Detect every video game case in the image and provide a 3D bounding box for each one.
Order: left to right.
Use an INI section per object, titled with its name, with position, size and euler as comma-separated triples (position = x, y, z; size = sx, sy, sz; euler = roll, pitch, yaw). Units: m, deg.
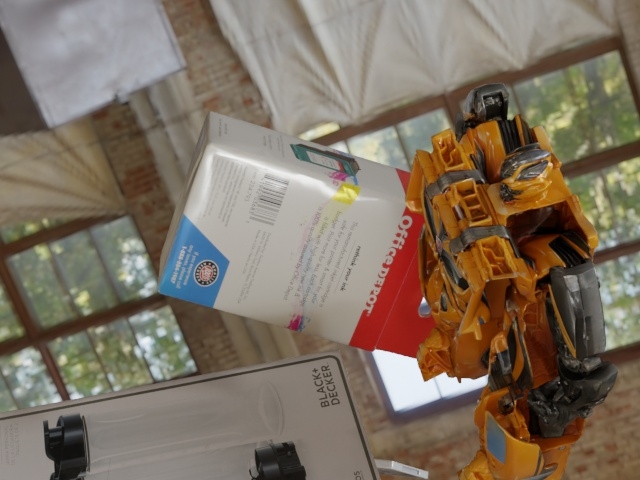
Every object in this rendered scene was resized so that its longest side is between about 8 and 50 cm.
[video game case]
position = 0.073, 0.283, 1.418
size = 0.087, 0.011, 0.122
euler = 0, 163, 27

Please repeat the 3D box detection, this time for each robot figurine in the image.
[robot figurine]
position = 0.111, 0.045, 0.712
size = 0.085, 0.291, 0.211
euler = -15, -127, -4

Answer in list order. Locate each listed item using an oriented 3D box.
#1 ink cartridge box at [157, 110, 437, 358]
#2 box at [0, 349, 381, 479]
[ink cartridge box]
position = 0.000, 0.000, 0.904
size = 0.231, 0.134, 0.078
euler = 17, -158, -13
[box]
position = -0.106, 0.189, 0.798
size = 0.290, 0.087, 0.169
euler = -10, -133, -10
